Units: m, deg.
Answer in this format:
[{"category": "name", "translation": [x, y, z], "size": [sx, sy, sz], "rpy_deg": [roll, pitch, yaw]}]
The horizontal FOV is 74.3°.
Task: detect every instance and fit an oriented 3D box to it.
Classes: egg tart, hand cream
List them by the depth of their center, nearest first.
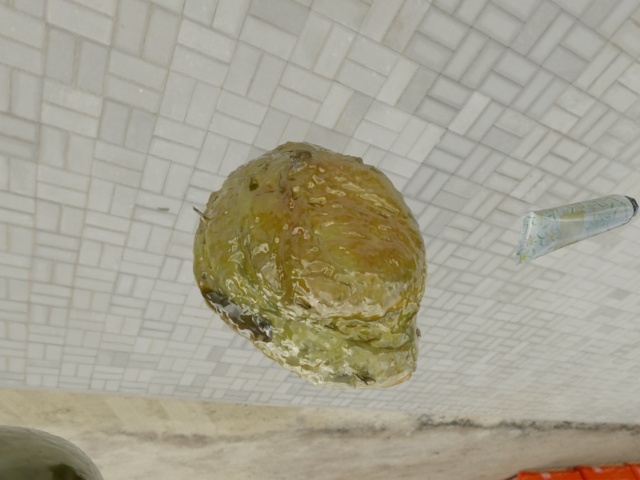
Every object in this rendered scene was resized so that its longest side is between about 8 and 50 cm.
[{"category": "hand cream", "translation": [0.304, -0.020, 0.498], "size": [0.194, 0.042, 0.067], "rpy_deg": [-15, 123, -24]}, {"category": "egg tart", "translation": [0.000, 0.000, 0.552], "size": [0.338, 0.352, 0.153], "rpy_deg": [18, 147, -7]}]

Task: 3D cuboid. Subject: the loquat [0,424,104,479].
[{"category": "loquat", "translation": [-0.247, 0.221, 0.261], "size": [0.245, 0.214, 0.213], "rpy_deg": [-16, 140, 30]}]
